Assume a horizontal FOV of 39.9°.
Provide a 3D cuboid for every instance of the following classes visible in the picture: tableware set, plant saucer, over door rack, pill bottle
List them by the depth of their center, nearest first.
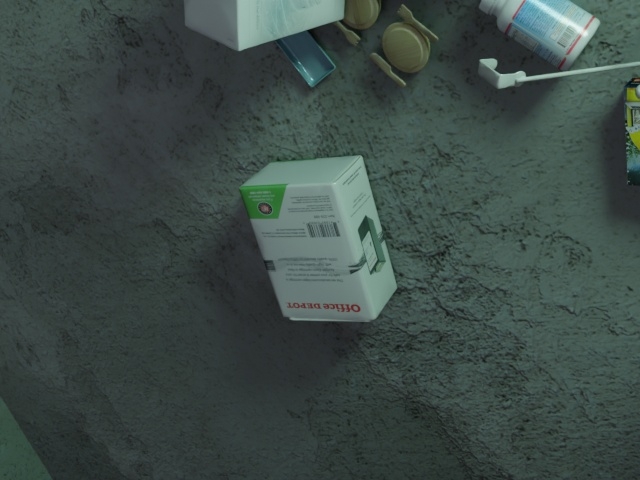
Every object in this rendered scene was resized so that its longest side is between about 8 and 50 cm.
[{"bbox_3d":[0.382,-0.307,1.135,0.325,0.108,0.239,-3,124,-9],"label":"over door rack"},{"bbox_3d":[0.314,-0.322,1.273,0.160,0.087,0.087,35,131,7],"label":"pill bottle"},{"bbox_3d":[0.103,-0.350,1.413,0.194,0.039,0.128,44,143,4],"label":"tableware set"},{"bbox_3d":[-0.051,-0.357,1.515,0.067,0.018,0.192,-33,99,41],"label":"plant saucer"}]

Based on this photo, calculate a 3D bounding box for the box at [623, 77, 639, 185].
[{"bbox_3d":[0.555,-0.148,1.251,0.233,0.044,0.159,9,125,36],"label":"box"}]

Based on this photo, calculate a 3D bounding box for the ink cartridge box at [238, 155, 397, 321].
[{"bbox_3d":[0.000,0.000,1.649,0.211,0.121,0.289,0,119,31],"label":"ink cartridge box"}]

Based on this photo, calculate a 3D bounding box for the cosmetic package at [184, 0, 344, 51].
[{"bbox_3d":[-0.079,-0.433,1.327,0.138,0.225,0.224,31,134,35],"label":"cosmetic package"}]
